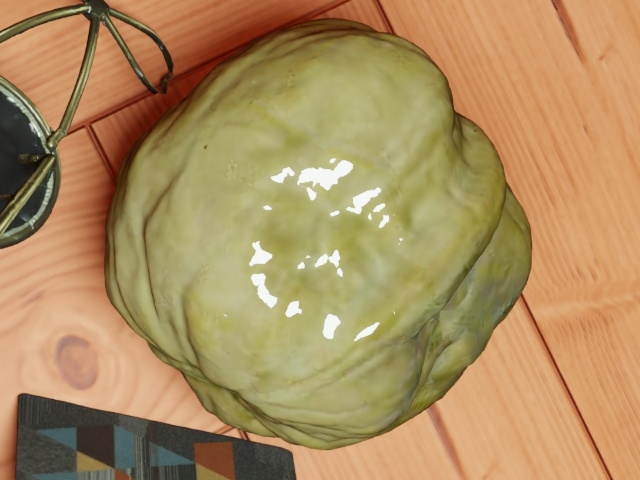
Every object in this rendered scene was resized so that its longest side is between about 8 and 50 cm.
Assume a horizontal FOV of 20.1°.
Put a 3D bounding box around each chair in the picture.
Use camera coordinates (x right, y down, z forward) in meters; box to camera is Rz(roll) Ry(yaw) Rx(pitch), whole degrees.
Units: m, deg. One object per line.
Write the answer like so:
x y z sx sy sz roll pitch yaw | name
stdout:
-0.241 -0.065 1.239 0.160 0.170 0.325 40 32 -7 | chair

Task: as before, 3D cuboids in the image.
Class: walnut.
0.001 0.002 1.245 0.277 0.253 0.282 -42 98 -15 | walnut

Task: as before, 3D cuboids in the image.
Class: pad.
-0.111 0.173 1.271 0.211 0.143 0.003 14 123 -17 | pad
